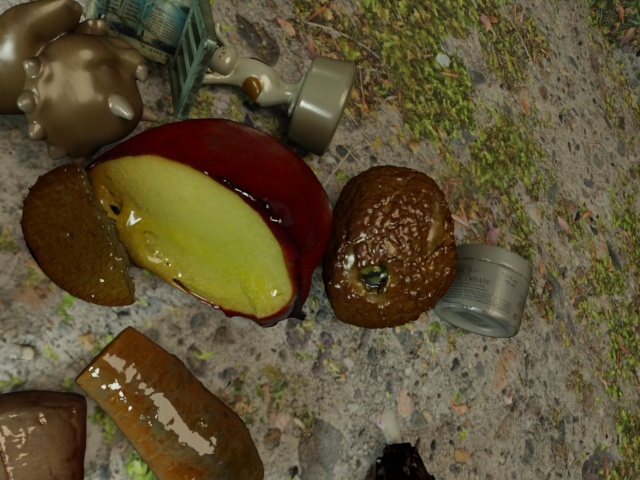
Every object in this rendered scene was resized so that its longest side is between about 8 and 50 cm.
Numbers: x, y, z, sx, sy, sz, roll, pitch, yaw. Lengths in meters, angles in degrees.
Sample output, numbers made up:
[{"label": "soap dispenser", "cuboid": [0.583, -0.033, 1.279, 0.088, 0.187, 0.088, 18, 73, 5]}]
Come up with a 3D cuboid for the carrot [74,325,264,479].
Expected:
[{"label": "carrot", "cuboid": [-0.196, 0.260, 0.587, 0.301, 0.139, 0.138, 51, 60, -14]}]

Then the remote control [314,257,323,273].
[{"label": "remote control", "cuboid": [0.000, 0.000, 0.809, 0.074, 0.032, 0.122, -13, 89, -33]}]

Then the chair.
[{"label": "chair", "cuboid": [-0.243, -0.319, 0.593, 0.147, 0.136, 0.270, 12, 48, -31]}]

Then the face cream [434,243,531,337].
[{"label": "face cream", "cuboid": [0.352, 0.112, 0.920, 0.177, 0.177, 0.152, 33, 67, -23]}]

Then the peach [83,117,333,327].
[{"label": "peach", "cuboid": [-0.146, -0.051, 0.625, 0.362, 0.257, 0.201, 24, 40, 0]}]

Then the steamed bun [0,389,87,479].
[{"label": "steamed bun", "cuboid": [-0.373, 0.254, 0.497, 0.175, 0.106, 0.144, 1, 81, -42]}]

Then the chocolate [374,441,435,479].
[{"label": "chocolate", "cuboid": [0.158, 0.450, 0.790, 0.156, 0.156, 0.133, 22, 43, -27]}]

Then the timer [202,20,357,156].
[{"label": "timer", "cuboid": [-0.088, -0.278, 0.757, 0.266, 0.175, 0.175, 20, 71, -8]}]

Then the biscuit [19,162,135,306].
[{"label": "biscuit", "cuboid": [-0.328, 0.002, 0.564, 0.126, 0.025, 0.206, -7, 114, 6]}]

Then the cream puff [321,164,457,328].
[{"label": "cream puff", "cuboid": [0.133, 0.010, 0.740, 0.303, 0.212, 0.302, 6, 90, -69]}]

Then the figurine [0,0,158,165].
[{"label": "figurine", "cuboid": [-0.340, -0.177, 0.526, 0.247, 0.177, 0.172, -21, 100, -20]}]
